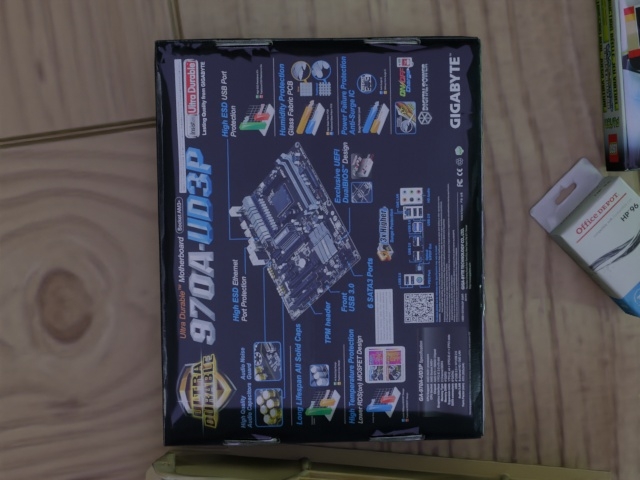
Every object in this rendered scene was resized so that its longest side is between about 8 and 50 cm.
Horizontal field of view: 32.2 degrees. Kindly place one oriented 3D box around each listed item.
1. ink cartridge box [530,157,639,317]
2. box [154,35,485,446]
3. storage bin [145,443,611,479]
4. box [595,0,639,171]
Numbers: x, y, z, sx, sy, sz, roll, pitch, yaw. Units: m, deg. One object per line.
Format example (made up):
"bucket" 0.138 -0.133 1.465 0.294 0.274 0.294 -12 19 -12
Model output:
"ink cartridge box" 0.165 -0.003 0.626 0.083 0.028 0.048 44 90 -4
"box" 0.000 0.000 0.607 0.175 0.051 0.220 -2 93 -3
"storage bin" 0.028 0.247 0.570 0.260 0.123 0.262 4 91 4
"box" 0.263 -0.102 0.621 0.207 0.036 0.114 -5 94 -3
